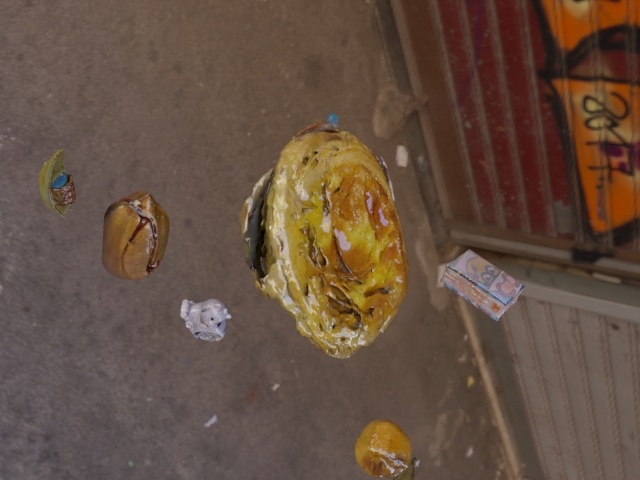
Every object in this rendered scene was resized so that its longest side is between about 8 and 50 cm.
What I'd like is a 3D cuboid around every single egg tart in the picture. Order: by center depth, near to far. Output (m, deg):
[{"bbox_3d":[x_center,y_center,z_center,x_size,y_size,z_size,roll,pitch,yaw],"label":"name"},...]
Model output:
[{"bbox_3d":[0.000,0.000,0.852,0.297,0.132,0.298,-2,92,-52],"label":"egg tart"}]

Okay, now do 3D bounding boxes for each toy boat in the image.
[{"bbox_3d":[-0.550,-0.120,1.434,0.065,0.066,0.172,-68,171,-46],"label":"toy boat"}]

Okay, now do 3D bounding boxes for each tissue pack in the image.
[{"bbox_3d":[0.357,0.097,1.510,0.115,0.155,0.065,-27,147,-48],"label":"tissue pack"}]

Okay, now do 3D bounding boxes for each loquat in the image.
[{"bbox_3d":[0.148,0.485,1.585,0.137,0.137,0.113,-31,163,-43],"label":"loquat"}]

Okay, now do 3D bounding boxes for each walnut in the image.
[{"bbox_3d":[-0.367,-0.008,1.345,0.137,0.137,0.245,-31,154,-43],"label":"walnut"}]

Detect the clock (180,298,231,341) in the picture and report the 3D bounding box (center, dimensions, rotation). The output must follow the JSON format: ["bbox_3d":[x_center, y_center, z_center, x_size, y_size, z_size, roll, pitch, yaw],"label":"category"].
[{"bbox_3d":[-0.295,0.215,1.853,0.176,0.117,0.080,70,20,-57],"label":"clock"}]

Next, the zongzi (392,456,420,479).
[{"bbox_3d":[0.246,0.794,1.882,0.289,0.123,0.260,-33,83,-31],"label":"zongzi"}]
